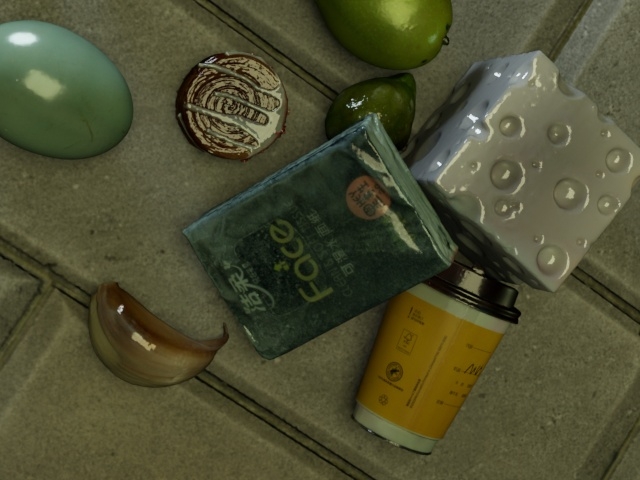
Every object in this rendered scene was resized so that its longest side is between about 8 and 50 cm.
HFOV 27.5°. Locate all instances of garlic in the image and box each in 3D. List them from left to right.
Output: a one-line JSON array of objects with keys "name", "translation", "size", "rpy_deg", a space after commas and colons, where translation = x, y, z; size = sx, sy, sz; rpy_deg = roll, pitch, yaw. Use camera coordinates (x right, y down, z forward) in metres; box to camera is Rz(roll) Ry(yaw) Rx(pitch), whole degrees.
[{"name": "garlic", "translation": [-0.235, 0.152, 1.812], "size": [0.206, 0.128, 0.115], "rpy_deg": [26, 109, -22]}]

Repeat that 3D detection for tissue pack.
[{"name": "tissue pack", "translation": [0.000, 0.000, 1.793], "size": [0.315, 0.103, 0.228], "rpy_deg": [-29, 98, 23]}]

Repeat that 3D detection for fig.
[{"name": "fig", "translation": [0.083, -0.191, 1.876], "size": [0.123, 0.123, 0.156], "rpy_deg": [33, 68, -14]}]

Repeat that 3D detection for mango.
[{"name": "mango", "translation": [0.063, -0.365, 1.850], "size": [0.293, 0.143, 0.175], "rpy_deg": [43, 87, -3]}]

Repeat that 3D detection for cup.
[{"name": "cup", "translation": [0.159, 0.156, 1.881], "size": [0.196, 0.196, 0.280], "rpy_deg": [22, 95, -15]}]

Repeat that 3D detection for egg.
[{"name": "egg", "translation": [-0.356, -0.196, 1.722], "size": [0.231, 0.168, 0.168], "rpy_deg": [27, 85, -21]}]

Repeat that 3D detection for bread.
[{"name": "bread", "translation": [-0.122, -0.190, 1.836], "size": [0.160, 0.073, 0.161], "rpy_deg": [-1, 92, -16]}]

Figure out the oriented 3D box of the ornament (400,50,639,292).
[{"name": "ornament", "translation": [0.276, -0.099, 1.864], "size": [0.240, 0.239, 0.240], "rpy_deg": [41, 82, -13]}]
